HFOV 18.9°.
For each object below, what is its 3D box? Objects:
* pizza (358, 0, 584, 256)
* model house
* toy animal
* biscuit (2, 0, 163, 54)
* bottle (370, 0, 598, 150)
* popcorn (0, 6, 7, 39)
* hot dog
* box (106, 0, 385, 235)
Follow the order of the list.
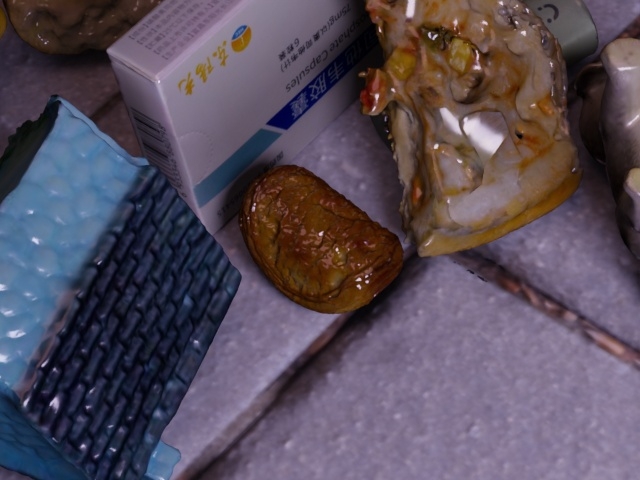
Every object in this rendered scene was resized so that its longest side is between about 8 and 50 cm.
[{"bbox_3d":[0.114,-0.144,1.572,0.189,0.071,0.297,-13,85,-18],"label":"pizza"},{"bbox_3d":[-0.192,0.060,1.505,0.241,0.226,0.261,34,61,-12],"label":"model house"},{"bbox_3d":[0.271,-0.072,1.516,0.121,0.169,0.233,-1,51,-7],"label":"toy animal"},{"bbox_3d":[-0.150,-0.265,1.785,0.274,0.091,0.213,0,55,11],"label":"biscuit"},{"bbox_3d":[0.139,-0.147,1.657,0.201,0.072,0.072,-30,54,-14],"label":"bottle"},{"bbox_3d":[-0.406,-0.231,1.662,0.316,0.297,0.281,-22,58,47],"label":"popcorn"},{"bbox_3d":[-0.001,0.000,1.568,0.147,0.065,0.099,35,65,23],"label":"hot dog"},{"bbox_3d":[-0.022,-0.184,1.632,0.065,0.200,0.343,30,63,31],"label":"box"}]
